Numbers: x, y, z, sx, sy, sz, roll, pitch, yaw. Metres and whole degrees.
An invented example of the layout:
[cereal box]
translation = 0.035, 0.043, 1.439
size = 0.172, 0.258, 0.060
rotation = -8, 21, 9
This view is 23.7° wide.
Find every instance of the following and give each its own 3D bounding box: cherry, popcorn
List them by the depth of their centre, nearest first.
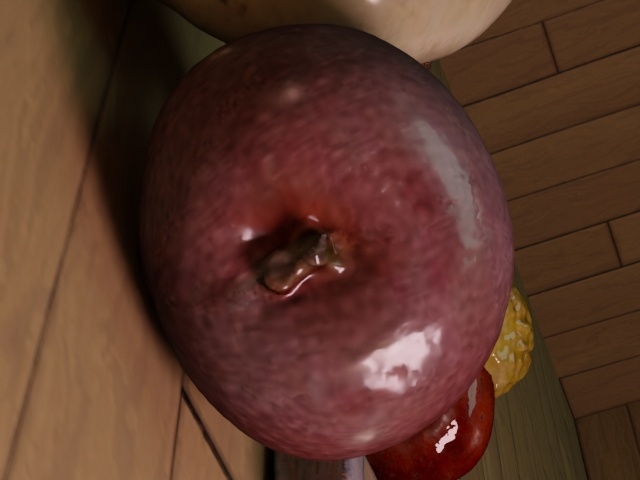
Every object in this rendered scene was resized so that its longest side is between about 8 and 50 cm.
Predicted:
[cherry]
translation = 0.000, 0.000, 0.938
size = 0.307, 0.221, 0.261
rotation = -171, -114, -81
[popcorn]
translation = 0.163, 0.110, 1.745
size = 0.180, 0.170, 0.180
rotation = 170, -90, -84

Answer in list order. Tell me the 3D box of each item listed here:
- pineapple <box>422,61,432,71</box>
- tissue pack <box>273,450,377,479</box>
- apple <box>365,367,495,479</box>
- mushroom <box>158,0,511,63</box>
[pineapple]
translation = 0.061, -0.310, 2.021
size = 0.119, 0.130, 0.277
rotation = -67, 151, -26
[tissue pack]
translation = 0.018, 0.215, 1.057
size = 0.116, 0.065, 0.155
rotation = -88, 159, -56
[apple]
translation = 0.052, 0.119, 1.161
size = 0.158, 0.156, 0.147
rotation = 110, -22, -85
[mushroom]
translation = 0.019, -0.218, 1.081
size = 0.356, 0.315, 0.315
rotation = 46, 20, -19
